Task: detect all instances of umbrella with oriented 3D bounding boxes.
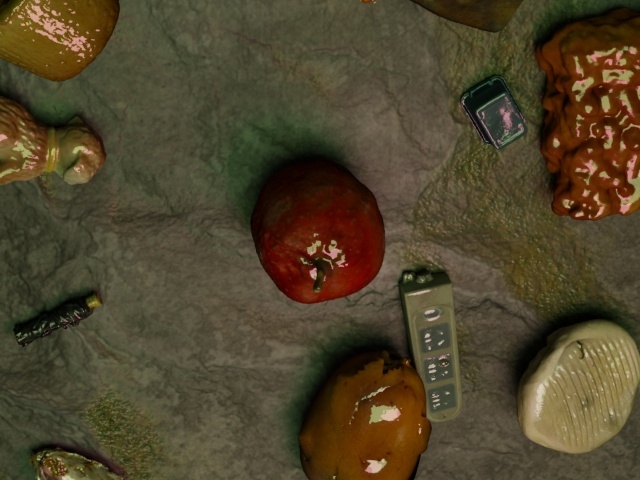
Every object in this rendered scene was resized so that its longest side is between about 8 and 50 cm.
[{"bbox_3d":[-0.396,0.120,1.978,0.144,0.037,0.040,-25,104,6],"label":"umbrella"}]

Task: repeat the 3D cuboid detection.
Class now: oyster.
[{"bbox_3d":[-0.393,0.391,2.102,0.177,0.056,0.105,27,101,-22],"label":"oyster"}]

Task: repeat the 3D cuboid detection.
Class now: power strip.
[{"bbox_3d":[0.181,0.176,2.107,0.080,0.048,0.285,-11,118,-4],"label":"power strip"}]

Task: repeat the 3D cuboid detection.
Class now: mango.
[{"bbox_3d":[0.070,0.303,2.087,0.201,0.152,0.287,13,113,-19],"label":"mango"}]

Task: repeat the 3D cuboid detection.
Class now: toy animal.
[{"bbox_3d":[-0.389,-0.157,1.810,0.185,0.104,0.183,3,116,-7],"label":"toy animal"}]

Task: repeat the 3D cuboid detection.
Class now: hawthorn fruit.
[{"bbox_3d":[0.000,0.000,1.870,0.205,0.253,0.205,-4,119,-7],"label":"hawthorn fruit"}]

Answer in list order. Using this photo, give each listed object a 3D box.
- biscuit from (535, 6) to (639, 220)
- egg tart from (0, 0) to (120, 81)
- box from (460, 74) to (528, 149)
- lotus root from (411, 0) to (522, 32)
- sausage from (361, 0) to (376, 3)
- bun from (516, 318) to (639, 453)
[{"bbox_3d":[0.485,-0.192,1.947,0.318,0.110,0.312,-9,115,-6],"label":"biscuit"},{"bbox_3d":[-0.356,-0.308,1.703,0.202,0.202,0.147,-46,127,13],"label":"egg tart"},{"bbox_3d":[0.261,-0.185,1.939,0.074,0.054,0.099,-31,117,7],"label":"box"},{"bbox_3d":[0.168,-0.437,1.752,0.260,0.149,0.267,15,109,-18],"label":"lotus root"},{"bbox_3d":[0.043,-0.370,1.824,0.031,0.031,0.107,-38,117,9],"label":"sausage"},{"bbox_3d":[0.415,0.236,2.138,0.237,0.116,0.210,-37,114,-8],"label":"bun"}]
